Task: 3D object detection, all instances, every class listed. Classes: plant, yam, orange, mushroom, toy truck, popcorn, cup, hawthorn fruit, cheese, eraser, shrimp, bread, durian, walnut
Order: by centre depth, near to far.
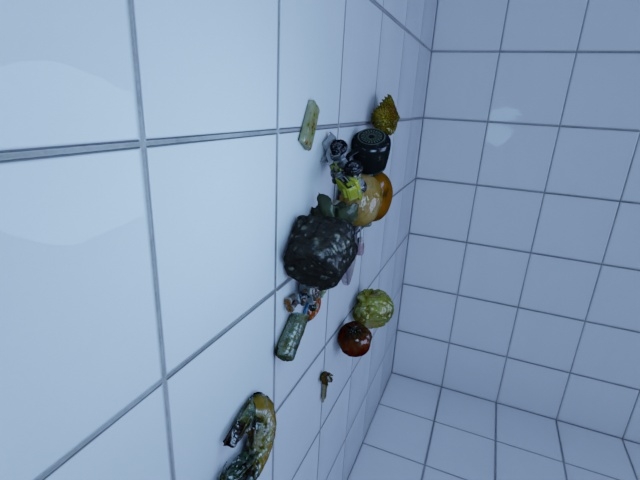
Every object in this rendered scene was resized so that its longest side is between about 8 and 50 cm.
[{"bbox_3d":[-0.235,0.633,1.205,0.445,0.085,0.272,-34,125,-66],"label":"shrimp"},{"bbox_3d":[-0.035,-0.374,1.320,0.068,0.028,0.154,38,62,-65],"label":"bread"},{"bbox_3d":[0.019,-0.007,1.375,0.213,0.215,0.312,84,23,-46],"label":"plant"},{"bbox_3d":[-0.098,0.330,1.420,0.078,0.078,0.179,71,36,-52],"label":"yam"},{"bbox_3d":[0.072,-0.261,1.449,0.286,0.111,0.136,60,-6,36],"label":"toy truck"},{"bbox_3d":[-0.048,0.291,1.583,0.256,0.037,0.106,-56,148,-49],"label":"cheese"},{"bbox_3d":[0.163,-0.166,1.706,0.195,0.195,0.222,20,84,-69],"label":"walnut"},{"bbox_3d":[0.200,-0.376,1.786,0.223,0.169,0.176,-30,146,-18],"label":"cup"},{"bbox_3d":[0.117,0.087,1.887,0.204,0.059,0.243,-10,105,-69],"label":"eraser"},{"bbox_3d":[0.238,-0.209,1.907,0.240,0.171,0.240,-27,121,-56],"label":"orange"},{"bbox_3d":[0.025,0.703,1.952,0.060,0.061,0.187,-57,154,-56],"label":"mushroom"},{"bbox_3d":[0.312,-0.601,1.978,0.183,0.138,0.249,66,17,-4],"label":"durian"},{"bbox_3d":[0.179,0.530,2.096,0.181,0.181,0.235,-57,146,-45],"label":"hawthorn fruit"},{"bbox_3d":[0.290,0.377,2.288,0.259,0.259,0.212,78,5,-46],"label":"popcorn"}]

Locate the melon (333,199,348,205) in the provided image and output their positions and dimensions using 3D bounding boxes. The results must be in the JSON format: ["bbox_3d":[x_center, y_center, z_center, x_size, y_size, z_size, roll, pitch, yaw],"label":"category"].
[{"bbox_3d":[0.047,-0.081,1.623,0.139,0.093,0.202,-37,171,-24],"label":"melon"}]

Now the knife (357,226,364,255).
[{"bbox_3d":[0.189,-0.002,1.986,0.336,0.043,0.081,73,23,-67],"label":"knife"}]

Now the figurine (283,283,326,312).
[{"bbox_3d":[-0.049,0.191,1.456,0.197,0.093,0.147,-40,122,-59],"label":"figurine"}]

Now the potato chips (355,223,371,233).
[{"bbox_3d":[0.225,-0.115,2.071,0.167,0.059,0.228,34,67,-62],"label":"potato chips"}]
